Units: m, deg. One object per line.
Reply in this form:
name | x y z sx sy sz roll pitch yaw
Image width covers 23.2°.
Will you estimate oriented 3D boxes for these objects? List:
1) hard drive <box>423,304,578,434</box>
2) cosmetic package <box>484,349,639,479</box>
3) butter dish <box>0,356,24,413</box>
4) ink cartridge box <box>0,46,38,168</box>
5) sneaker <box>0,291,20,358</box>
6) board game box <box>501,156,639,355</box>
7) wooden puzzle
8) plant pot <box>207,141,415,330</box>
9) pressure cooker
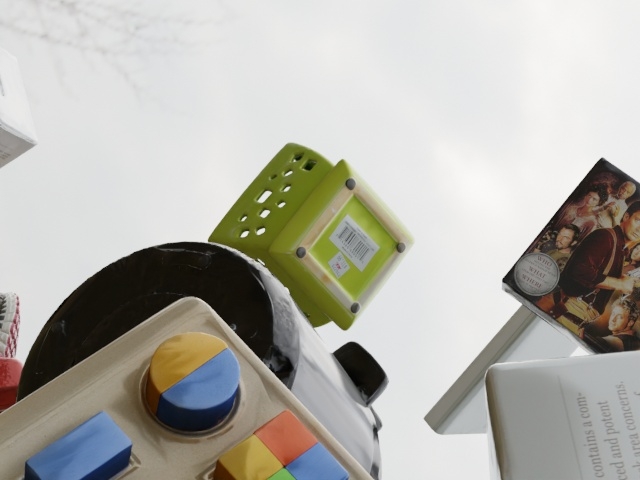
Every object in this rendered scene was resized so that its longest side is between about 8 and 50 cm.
hard drive | 0.302 0.159 2.257 0.307 0.203 0.040 -52 -121 20
cosmetic package | 0.345 0.299 1.226 0.329 0.393 0.327 -91 175 -54
butter dish | -0.445 0.202 2.081 0.160 0.160 0.118 96 -15 -55
ink cartridge box | -0.546 -0.167 2.292 0.100 0.237 0.172 31 35 -56
sneaker | -0.507 0.177 2.259 0.299 0.112 0.121 -79 -177 -52
board game box | 0.323 0.053 1.528 0.243 0.165 0.042 37 -10 15
wooden puzzle | -0.139 0.224 1.502 0.348 0.322 0.080 42 -33 23
plant pot | 0.000 0.000 2.453 0.228 0.227 0.207 47 -19 -26
pressure cooker | -0.129 0.254 1.906 0.369 0.375 0.420 -7 -38 24
